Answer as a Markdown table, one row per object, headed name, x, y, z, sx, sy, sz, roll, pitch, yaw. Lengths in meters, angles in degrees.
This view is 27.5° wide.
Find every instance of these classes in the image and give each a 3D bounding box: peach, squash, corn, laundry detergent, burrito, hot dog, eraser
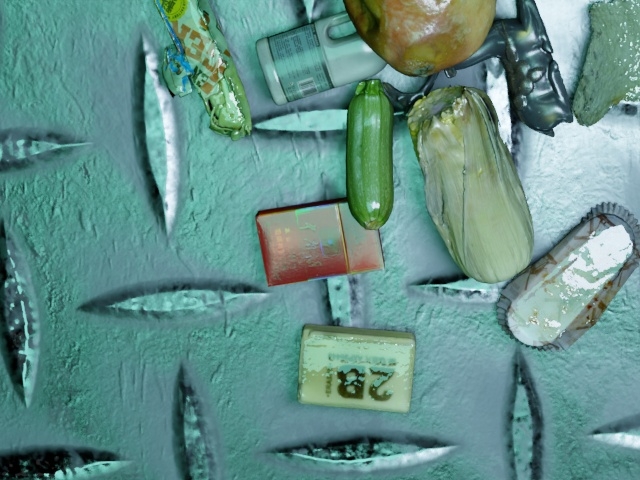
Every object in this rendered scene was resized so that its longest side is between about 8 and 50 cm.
| name | x | y | z | sx | sy | sz | roll | pitch | yaw |
| --- | --- | --- | --- | --- | --- | --- | --- | --- | --- |
| peach | 0.129 | -0.328 | 1.704 | 0.214 | 0.214 | 0.235 | -11 | 76 | 6 |
| squash | 0.070 | -0.122 | 1.840 | 0.068 | 0.077 | 0.219 | 1 | 81 | -2 |
| corn | 0.210 | -0.076 | 1.802 | 0.123 | 0.122 | 0.305 | -13 | 124 | 21 |
| laundry detergent | 0.028 | -0.268 | 1.833 | 0.225 | 0.070 | 0.099 | -17 | 93 | 8 |
| burrito | -0.184 | -0.270 | 1.856 | 0.104 | 0.054 | 0.288 | -22 | 100 | 9 |
| hot dog | 0.365 | 0.056 | 1.883 | 0.131 | 0.069 | 0.253 | 42 | 99 | 4 |
| eraser | 0.053 | 0.191 | 1.936 | 0.172 | 0.058 | 0.117 | 5 | 102 | 3 |

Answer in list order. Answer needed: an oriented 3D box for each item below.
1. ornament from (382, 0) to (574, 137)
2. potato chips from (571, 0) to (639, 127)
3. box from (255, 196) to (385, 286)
| name | x | y | z | sx | sy | sz | roll | pitch | yaw |
| --- | --- | --- | --- | --- | --- | --- | --- | --- | --- |
| ornament | 0.215 | -0.212 | 1.831 | 0.236 | 0.080 | 0.202 | -19 | 97 | 5 |
| potato chips | 0.426 | -0.259 | 1.811 | 0.228 | 0.059 | 0.167 | -31 | 109 | -2 |
| box | 0.000 | 0.000 | 1.903 | 0.175 | 0.048 | 0.112 | -10 | 101 | 6 |
